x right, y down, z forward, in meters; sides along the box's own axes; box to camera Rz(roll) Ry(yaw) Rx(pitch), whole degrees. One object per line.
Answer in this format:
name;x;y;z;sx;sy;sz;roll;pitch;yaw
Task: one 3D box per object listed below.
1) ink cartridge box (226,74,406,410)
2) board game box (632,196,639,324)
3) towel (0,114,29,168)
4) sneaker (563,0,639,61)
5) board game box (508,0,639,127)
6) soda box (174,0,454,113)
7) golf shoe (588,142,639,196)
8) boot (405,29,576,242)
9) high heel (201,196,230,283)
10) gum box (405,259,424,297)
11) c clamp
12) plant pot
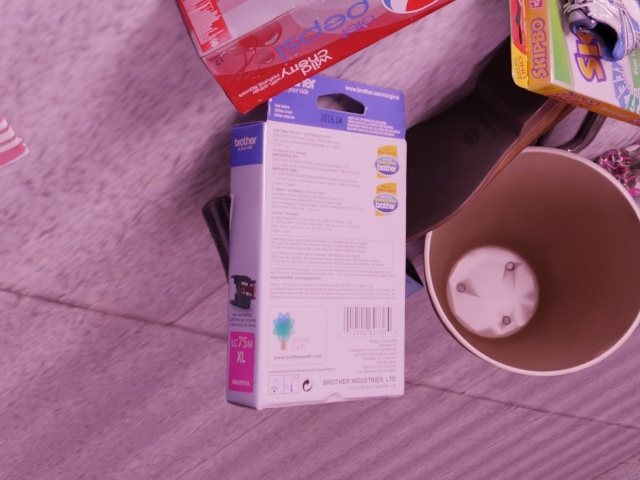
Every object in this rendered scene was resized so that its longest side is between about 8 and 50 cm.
ink cartridge box;0.000;0.000;1.058;0.186;0.311;0.065;3;179;-40
board game box;0.492;0.033;1.593;0.142;0.144;0.275;-36;151;20
towel;-0.328;-0.091;0.861;0.144;0.029;0.197;-23;155;-3
sneaker;0.239;-0.216;0.974;0.058;0.135;0.052;-46;-168;-16
board game box;0.265;-0.187;1.058;0.259;0.124;0.039;7;168;-43
soda box;0.022;-0.210;0.867;0.263;0.083;0.092;-27;151;5
golf shoe;0.392;-0.088;1.405;0.186;0.067;0.086;-5;173;-33
boot;0.168;-0.094;1.167;0.305;0.112;0.115;-42;154;24
high heel;0.001;0.049;1.186;0.261;0.186;0.093;5;142;-43
gum box;0.020;0.070;1.395;0.184;0.041;0.157;-33;151;14
c clamp;0.278;-0.123;1.285;0.137;0.022;0.160;-12;150;-23
plant pot;0.233;0.045;1.338;0.257;0.256;0.274;-21;171;-7
